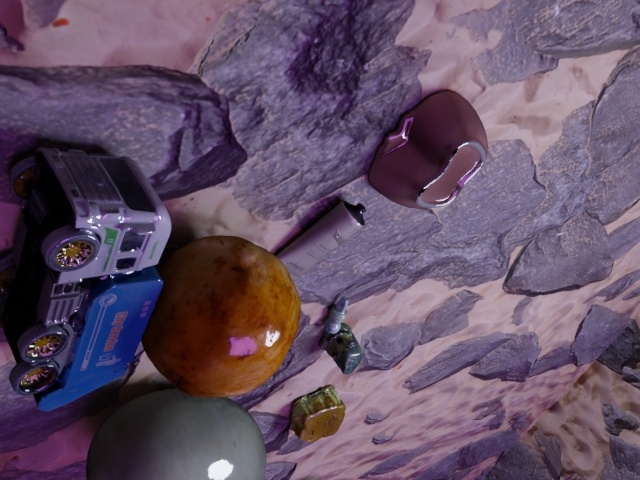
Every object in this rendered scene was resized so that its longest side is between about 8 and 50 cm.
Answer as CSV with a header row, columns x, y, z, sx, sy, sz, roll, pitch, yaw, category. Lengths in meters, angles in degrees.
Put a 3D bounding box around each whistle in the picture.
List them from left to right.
x,y,z,sx,sy,sz,roll,pitch,yaw,category
0.032,0.150,1.322,0.035,0.035,0.100,-5,134,-36,whistle

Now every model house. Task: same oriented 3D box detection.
x,y,z,sx,sy,sz,roll,pitch,yaw,category
0.045,0.224,1.377,0.066,0.083,0.078,-1,134,-37,model house

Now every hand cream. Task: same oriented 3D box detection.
x,y,z,sx,sy,sz,roll,pitch,yaw,category
0.000,0.000,1.108,0.186,0.054,0.087,-40,141,18,hand cream

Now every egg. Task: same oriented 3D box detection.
x,y,z,sx,sy,sz,roll,pitch,yaw,category
-0.246,0.392,1.181,0.258,0.258,0.352,-43,145,11,egg

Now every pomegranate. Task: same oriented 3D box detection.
x,y,z,sx,sy,sz,roll,pitch,yaw,category
-0.145,0.105,0.958,0.248,0.248,0.248,-23,143,-18,pomegranate

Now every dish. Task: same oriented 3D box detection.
x,y,z,sx,sy,sz,roll,pitch,yaw,category
0.190,-0.126,1.078,0.214,0.090,0.213,-23,144,-18,dish

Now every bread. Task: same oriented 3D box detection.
x,y,z,sx,sy,sz,roll,pitch,yaw,category
-0.010,0.414,1.568,0.128,0.069,0.140,-14,139,-27,bread

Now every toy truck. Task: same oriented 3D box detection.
x,y,z,sx,sy,sz,roll,pitch,yaw,category
-0.310,0.058,0.834,0.175,0.146,0.367,-9,140,-43,toy truck
